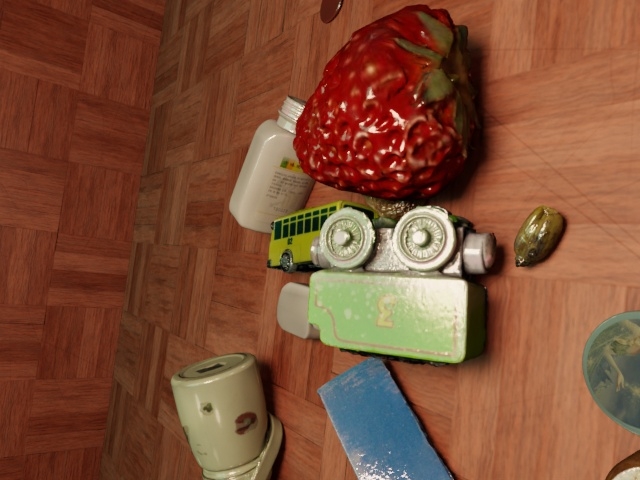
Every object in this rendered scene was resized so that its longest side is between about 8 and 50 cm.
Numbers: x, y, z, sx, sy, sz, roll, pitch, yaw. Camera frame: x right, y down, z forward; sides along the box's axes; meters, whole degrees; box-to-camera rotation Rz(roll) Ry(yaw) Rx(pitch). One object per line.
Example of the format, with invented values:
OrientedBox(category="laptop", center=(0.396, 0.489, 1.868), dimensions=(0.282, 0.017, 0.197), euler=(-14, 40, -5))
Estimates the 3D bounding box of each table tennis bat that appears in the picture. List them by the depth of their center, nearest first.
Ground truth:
OrientedBox(category="table tennis bat", center=(0.415, 0.180, 0.565), dimensions=(0.237, 0.038, 0.149), euler=(44, 117, 51))
OrientedBox(category="table tennis bat", center=(0.043, -0.624, 1.252), dimensions=(0.154, 0.019, 0.098), euler=(-29, 60, 50))

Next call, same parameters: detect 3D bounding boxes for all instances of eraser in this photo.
OrientedBox(category="eraser", center=(0.117, 0.360, 0.849), dimensions=(0.144, 0.043, 0.312), euler=(-31, 51, -1))

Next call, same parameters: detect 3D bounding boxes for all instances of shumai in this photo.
OrientedBox(category="shumai", center=(0.142, -0.095, 0.951), dimensions=(0.123, 0.105, 0.139), euler=(-20, 92, 46))

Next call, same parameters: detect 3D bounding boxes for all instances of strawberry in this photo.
OrientedBox(category="strawberry", center=(0.087, -0.219, 0.853), dimensions=(0.344, 0.295, 0.318), euler=(-7, 80, 34))

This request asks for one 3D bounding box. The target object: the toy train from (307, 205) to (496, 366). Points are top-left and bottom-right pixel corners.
OrientedBox(category="toy train", center=(0.128, 0.072, 0.813), dimensions=(0.307, 0.173, 0.249), euler=(1, 84, 29))

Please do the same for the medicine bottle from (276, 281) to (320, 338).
OrientedBox(category="medicine bottle", center=(-0.026, 0.164, 1.128), dimensions=(0.183, 0.069, 0.119), euler=(8, 88, 55))

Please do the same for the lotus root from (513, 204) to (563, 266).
OrientedBox(category="lotus root", center=(0.317, -0.003, 0.721), dimensions=(0.054, 0.049, 0.099), euler=(39, 113, 41))

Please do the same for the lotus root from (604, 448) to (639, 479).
OrientedBox(category="lotus root", center=(0.385, 0.299, 0.549), dimensions=(0.112, 0.081, 0.122), euler=(-31, 58, 37))

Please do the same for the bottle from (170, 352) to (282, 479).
OrientedBox(category="bottle", center=(-0.209, 0.465, 1.184), dimensions=(0.229, 0.229, 0.352), euler=(-12, 93, 52))

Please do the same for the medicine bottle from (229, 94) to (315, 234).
OrientedBox(category="medicine bottle", center=(-0.092, -0.180, 1.199), dimensions=(0.124, 0.179, 0.324), euler=(49, 122, 46))

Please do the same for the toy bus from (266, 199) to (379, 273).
OrientedBox(category="toy bus", center=(0.000, 0.000, 1.082), dimensions=(0.262, 0.128, 0.150), euler=(-10, 74, 51))
